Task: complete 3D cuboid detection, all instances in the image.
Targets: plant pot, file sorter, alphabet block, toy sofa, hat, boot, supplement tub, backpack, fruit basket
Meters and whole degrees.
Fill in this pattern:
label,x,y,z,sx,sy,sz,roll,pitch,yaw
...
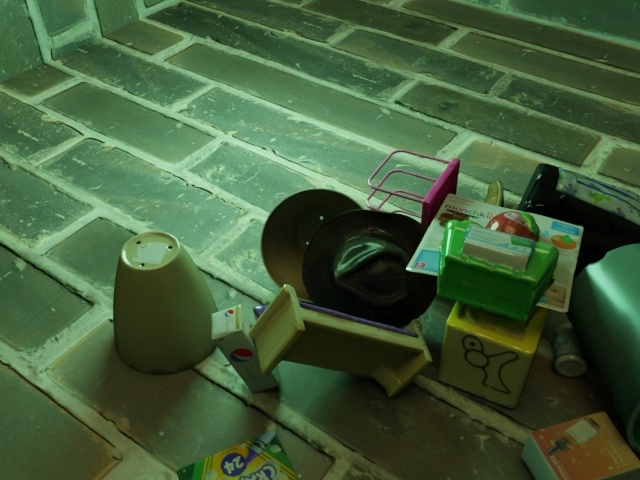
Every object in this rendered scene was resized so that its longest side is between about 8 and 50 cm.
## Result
label,x,y,z,sx,sy,sz,roll,pitch,yaw
plant pot,0.000,0.000,1.701,0.285,0.283,0.191,3,9,3
file sorter,0.228,-0.061,1.721,0.182,0.290,0.202,19,45,23
alphabet block,0.384,0.217,1.476,0.193,0.197,0.193,18,45,18
plant pot,0.696,0.203,1.368,0.342,0.341,0.334,-9,39,-10
toy sofa,0.042,0.199,1.410,0.363,0.150,0.177,18,36,-30
hat,0.118,0.084,1.544,0.332,0.331,0.134,3,11,3
boot,0.454,-0.066,1.870,0.115,0.112,0.305,4,43,20
supplement tub,0.574,0.252,1.532,0.071,0.071,0.107,8,42,9
backpack,0.679,-0.031,1.705,0.356,0.290,0.273,24,37,14
plant pot,-0.365,0.121,1.524,0.257,0.273,0.256,1,42,-1
fruit basket,0.392,0.005,1.447,0.327,0.165,0.353,17,42,18

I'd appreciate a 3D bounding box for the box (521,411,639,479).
label,x,y,z,sx,sy,sz,roll,pitch,yaw
box,0.505,0.429,1.298,0.171,0.091,0.130,-12,43,-13

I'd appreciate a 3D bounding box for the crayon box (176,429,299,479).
label,x,y,z,sx,sy,sz,roll,pitch,yaw
crayon box,-0.113,0.527,1.214,0.203,0.083,0.323,-18,45,-19

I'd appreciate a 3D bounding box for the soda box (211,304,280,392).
label,x,y,z,sx,sy,sz,roll,pitch,yaw
soda box,-0.158,0.236,1.433,0.069,0.216,0.073,-19,42,8
